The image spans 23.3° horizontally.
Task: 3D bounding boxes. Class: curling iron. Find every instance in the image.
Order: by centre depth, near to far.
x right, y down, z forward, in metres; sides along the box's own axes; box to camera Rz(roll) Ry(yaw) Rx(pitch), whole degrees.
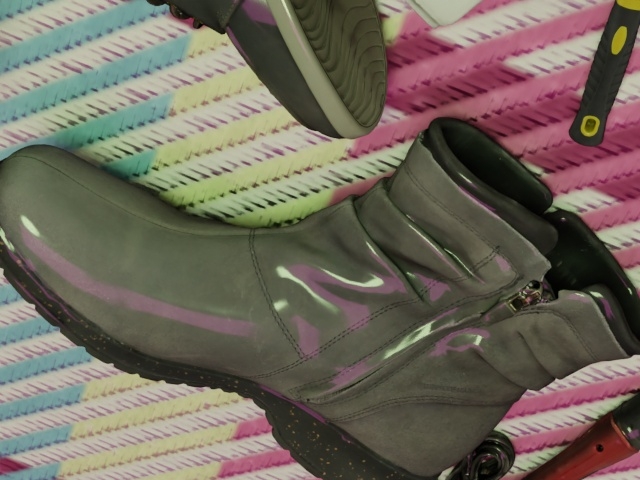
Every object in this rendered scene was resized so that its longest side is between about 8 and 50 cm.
[{"bbox_3d":[0.168,0.109,0.923,0.274,0.035,0.068,-31,113,33],"label":"curling iron"}]

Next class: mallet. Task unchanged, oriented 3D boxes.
[{"bbox_3d":[0.144,-0.124,0.756,0.062,0.039,0.190,20,133,-1],"label":"mallet"}]

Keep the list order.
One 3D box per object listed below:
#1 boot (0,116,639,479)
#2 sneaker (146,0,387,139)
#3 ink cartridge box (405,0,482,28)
[{"bbox_3d":[0.000,0.000,0.857,0.338,0.118,0.222,31,127,-22],"label":"boot"},{"bbox_3d":[-0.059,-0.137,0.785,0.118,0.083,0.222,-19,112,35],"label":"sneaker"},{"bbox_3d":[0.016,-0.242,0.414,0.198,0.197,0.270,-37,118,23],"label":"ink cartridge box"}]
